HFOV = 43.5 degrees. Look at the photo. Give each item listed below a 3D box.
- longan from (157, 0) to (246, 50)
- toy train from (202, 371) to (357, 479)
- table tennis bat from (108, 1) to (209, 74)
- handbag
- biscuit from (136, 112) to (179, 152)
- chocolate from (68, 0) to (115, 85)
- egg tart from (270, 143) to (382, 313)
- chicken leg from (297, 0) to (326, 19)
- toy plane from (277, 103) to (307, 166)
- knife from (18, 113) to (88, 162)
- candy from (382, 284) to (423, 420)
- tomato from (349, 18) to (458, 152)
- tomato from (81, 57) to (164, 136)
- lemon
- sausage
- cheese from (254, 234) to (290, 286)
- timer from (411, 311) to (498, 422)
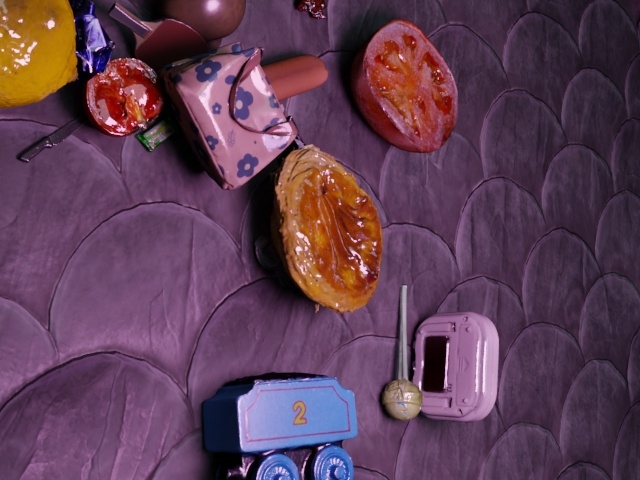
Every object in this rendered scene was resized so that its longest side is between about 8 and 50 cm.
[{"bbox_3d":[-0.236,-0.471,1.618,0.185,0.159,0.204,-34,147,-18],"label":"longan"},{"bbox_3d":[-0.082,0.397,1.613,0.300,0.188,0.265,3,77,-37],"label":"toy train"},{"bbox_3d":[-0.315,-0.386,1.554,0.220,0.130,0.019,31,30,-39],"label":"table tennis bat"},{"bbox_3d":[-0.177,-0.254,1.566,0.193,0.190,0.252,-31,119,-11],"label":"handbag"},{"bbox_3d":[-0.321,-0.211,1.592,0.089,0.016,0.046,-46,111,-36],"label":"biscuit"},{"bbox_3d":[-0.455,-0.442,1.441,0.148,0.126,0.344,-8,88,-4],"label":"chocolate"},{"bbox_3d":[0.000,0.000,1.736,0.351,0.153,0.340,31,55,-41],"label":"egg tart"},{"bbox_3d":[-0.055,-0.602,1.854,0.219,0.048,0.089,52,52,-23],"label":"chicken leg"},{"bbox_3d":[-0.062,-0.207,1.797,0.078,0.053,0.197,-48,116,-43],"label":"toy plane"},{"bbox_3d":[-0.478,-0.188,1.459,0.170,0.010,0.023,-47,113,-36],"label":"knife"},{"bbox_3d":[0.201,0.266,1.946,0.092,0.093,0.336,30,57,-49],"label":"candy"},{"bbox_3d":[0.188,-0.364,1.970,0.338,0.143,0.339,12,72,-41],"label":"tomato"},{"bbox_3d":[-0.377,-0.263,1.500,0.159,0.091,0.139,-41,109,-28],"label":"tomato"},{"bbox_3d":[-0.528,-0.340,1.266,0.321,0.268,0.268,35,63,-26],"label":"lemon"},{"bbox_3d":[-0.098,-0.347,1.759,0.289,0.086,0.086,-26,101,-41],"label":"sausage"},{"bbox_3d":[-0.101,0.040,1.741,0.121,0.026,0.067,51,55,-23],"label":"cheese"},{"bbox_3d":[0.315,0.302,1.924,0.087,0.237,0.262,15,74,-38],"label":"timer"}]
